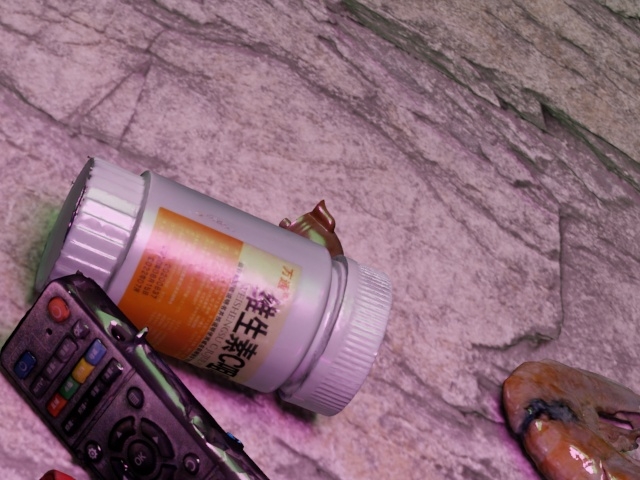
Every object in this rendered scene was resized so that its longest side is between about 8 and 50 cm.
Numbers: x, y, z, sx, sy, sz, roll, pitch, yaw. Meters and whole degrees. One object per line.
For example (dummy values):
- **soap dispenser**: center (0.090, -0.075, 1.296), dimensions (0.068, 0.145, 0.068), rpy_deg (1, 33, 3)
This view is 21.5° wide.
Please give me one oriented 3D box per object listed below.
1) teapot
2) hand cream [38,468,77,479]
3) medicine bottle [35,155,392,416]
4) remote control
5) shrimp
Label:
- **teapot**: center (0.000, 0.000, 1.820), dimensions (0.080, 0.085, 0.110), rpy_deg (49, 20, 14)
- **hand cream**: center (-0.193, 0.282, 1.276), dimensions (0.125, 0.193, 0.193), rpy_deg (29, 38, -11)
- **medicine bottle**: center (-0.104, 0.043, 1.624), dimensions (0.318, 0.158, 0.158), rpy_deg (24, 39, -15)
- **remote control**: center (-0.118, 0.199, 1.465), dimensions (0.399, 0.144, 0.062), rpy_deg (48, 31, 13)
- **shrimp**: center (0.354, 0.247, 1.834), dimensions (0.360, 0.085, 0.247), rpy_deg (36, 31, 6)
